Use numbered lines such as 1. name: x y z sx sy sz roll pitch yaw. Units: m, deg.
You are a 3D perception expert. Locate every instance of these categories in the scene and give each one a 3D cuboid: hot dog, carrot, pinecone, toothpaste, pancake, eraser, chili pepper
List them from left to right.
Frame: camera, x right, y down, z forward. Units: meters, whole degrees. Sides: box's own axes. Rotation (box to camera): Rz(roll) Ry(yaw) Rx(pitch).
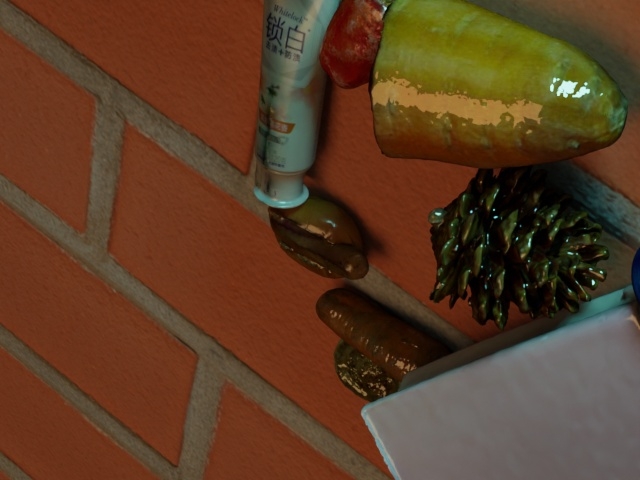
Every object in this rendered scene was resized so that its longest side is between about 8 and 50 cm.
1. toothpaste: -0.025 -0.180 1.757 0.100 0.066 0.323 28 131 27
2. hot dog: 0.000 0.001 1.869 0.140 0.060 0.090 32 142 19
3. chili pepper: 0.046 -0.197 1.663 0.073 0.070 0.123 12 140 -16
4. pancake: 0.055 0.144 1.957 0.108 0.017 0.108 24 136 26
5. carrot: 0.069 0.108 1.882 0.186 0.060 0.060 30 137 26
6. carrot: 0.165 -0.137 1.541 0.225 0.159 0.159 11 127 28
7. pinecone: 0.182 0.007 1.610 0.173 0.173 0.173 26 135 30
8. eraser: 0.246 0.208 1.680 0.359 0.122 0.272 -28 90 41

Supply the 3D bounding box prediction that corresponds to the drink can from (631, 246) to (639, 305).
1. drink can: 0.356 0.003 1.459 0.118 0.118 0.205 48 141 6
